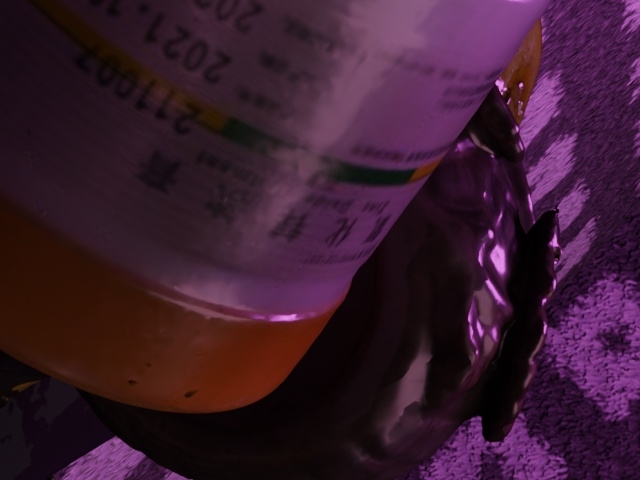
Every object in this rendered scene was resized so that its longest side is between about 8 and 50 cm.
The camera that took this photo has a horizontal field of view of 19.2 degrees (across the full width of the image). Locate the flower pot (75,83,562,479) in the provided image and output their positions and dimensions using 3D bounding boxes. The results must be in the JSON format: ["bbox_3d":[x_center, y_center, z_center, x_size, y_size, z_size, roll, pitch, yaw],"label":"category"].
[{"bbox_3d":[0.000,0.000,1.069,0.302,0.302,0.213,-51,170,15],"label":"flower pot"}]

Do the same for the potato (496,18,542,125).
[{"bbox_3d":[0.043,-0.082,1.257,0.253,0.148,0.186,-52,-170,-6],"label":"potato"}]

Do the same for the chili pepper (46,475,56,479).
[{"bbox_3d":[-0.244,0.184,1.305,0.100,0.074,0.257,-50,169,0],"label":"chili pepper"}]

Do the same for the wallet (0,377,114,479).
[{"bbox_3d":[-0.160,0.080,1.233,0.285,0.030,0.146,-32,132,-39],"label":"wallet"}]

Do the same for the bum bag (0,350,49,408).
[{"bbox_3d":[-0.168,0.042,0.971,0.232,0.060,0.107,-26,131,17],"label":"bum bag"}]

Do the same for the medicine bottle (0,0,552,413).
[{"bbox_3d":[-0.055,-0.086,0.799,0.232,0.238,0.238,-54,163,23],"label":"medicine bottle"}]
